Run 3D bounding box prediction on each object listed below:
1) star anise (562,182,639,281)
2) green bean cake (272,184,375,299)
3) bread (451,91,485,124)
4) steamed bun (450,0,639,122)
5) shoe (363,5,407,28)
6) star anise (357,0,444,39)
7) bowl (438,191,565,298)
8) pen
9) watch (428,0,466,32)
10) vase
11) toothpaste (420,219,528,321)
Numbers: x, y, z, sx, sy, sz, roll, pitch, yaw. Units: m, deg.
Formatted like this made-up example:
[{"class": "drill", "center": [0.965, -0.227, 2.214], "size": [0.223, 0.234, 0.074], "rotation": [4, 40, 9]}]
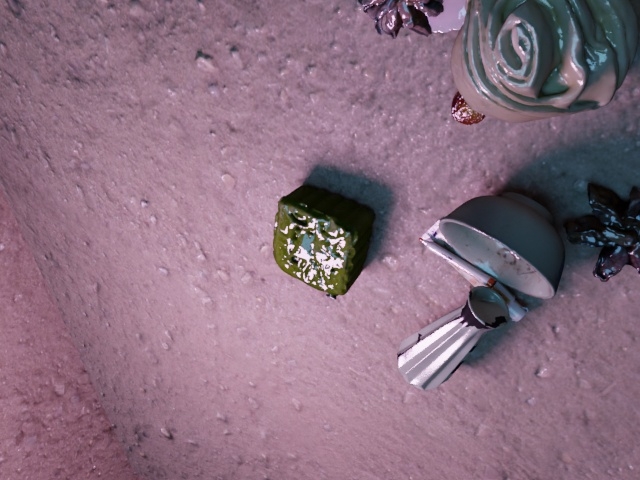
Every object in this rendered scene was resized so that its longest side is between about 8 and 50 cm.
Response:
[{"class": "star anise", "center": [0.625, -0.006, 1.190], "size": [0.219, 0.099, 0.214], "rotation": [18, 117, 21]}, {"class": "green bean cake", "center": [0.000, 0.000, 1.538], "size": [0.249, 0.156, 0.247], "rotation": [23, 127, 18]}, {"class": "bread", "center": [0.322, -0.290, 1.223], "size": [0.085, 0.053, 0.085], "rotation": [16, 125, 23]}, {"class": "steamed bun", "center": [0.400, -0.345, 0.999], "size": [0.323, 0.219, 0.310], "rotation": [4, 121, 9]}, {"class": "shoe", "center": [0.129, -0.514, 1.195], "size": [0.099, 0.071, 0.169], "rotation": [-23, 101, 42]}, {"class": "star anise", "center": [0.131, -0.422, 0.954], "size": [0.195, 0.065, 0.182], "rotation": [38, 151, -15]}, {"class": "bowl", "center": [0.421, -0.012, 1.247], "size": [0.289, 0.146, 0.289], "rotation": [36, 174, 4]}, {"class": "pen", "center": [0.335, 0.051, 1.399], "size": [0.218, 0.026, 0.026], "rotation": [35, 131, 23]}, {"class": "watch", "center": [0.200, -0.504, 1.049], "size": [0.196, 0.231, 0.244], "rotation": [11, 120, 23]}, {"class": "vase", "center": [0.335, 0.256, 1.469], "size": [0.165, 0.165, 0.360], "rotation": [38, 137, 6]}, {"class": "toothpaste", "center": [0.387, 0.081, 1.421], "size": [0.058, 0.056, 0.314], "rotation": [-45, 84, -2]}]
